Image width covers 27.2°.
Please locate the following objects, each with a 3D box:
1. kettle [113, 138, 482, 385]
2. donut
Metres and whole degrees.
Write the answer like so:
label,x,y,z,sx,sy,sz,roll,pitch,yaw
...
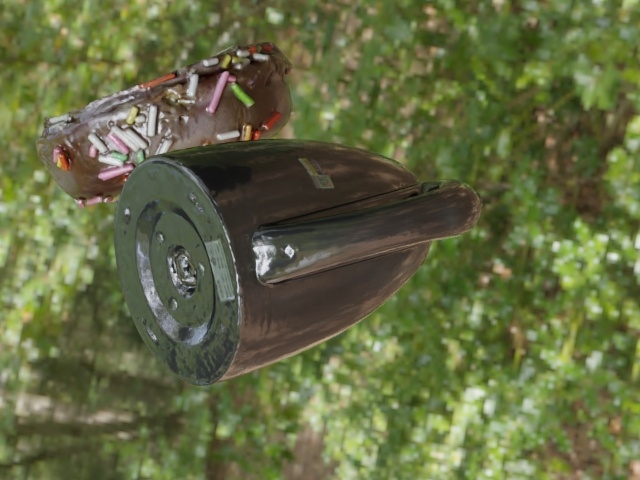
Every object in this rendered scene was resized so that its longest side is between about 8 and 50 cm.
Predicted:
label,x,y,z,sx,sy,sz,roll,pitch,yaw
kettle,0.000,0.000,1.206,0.268,0.290,0.207,-7,95,55
donut,-0.190,-0.143,1.666,0.259,0.345,0.136,-93,-19,-82
